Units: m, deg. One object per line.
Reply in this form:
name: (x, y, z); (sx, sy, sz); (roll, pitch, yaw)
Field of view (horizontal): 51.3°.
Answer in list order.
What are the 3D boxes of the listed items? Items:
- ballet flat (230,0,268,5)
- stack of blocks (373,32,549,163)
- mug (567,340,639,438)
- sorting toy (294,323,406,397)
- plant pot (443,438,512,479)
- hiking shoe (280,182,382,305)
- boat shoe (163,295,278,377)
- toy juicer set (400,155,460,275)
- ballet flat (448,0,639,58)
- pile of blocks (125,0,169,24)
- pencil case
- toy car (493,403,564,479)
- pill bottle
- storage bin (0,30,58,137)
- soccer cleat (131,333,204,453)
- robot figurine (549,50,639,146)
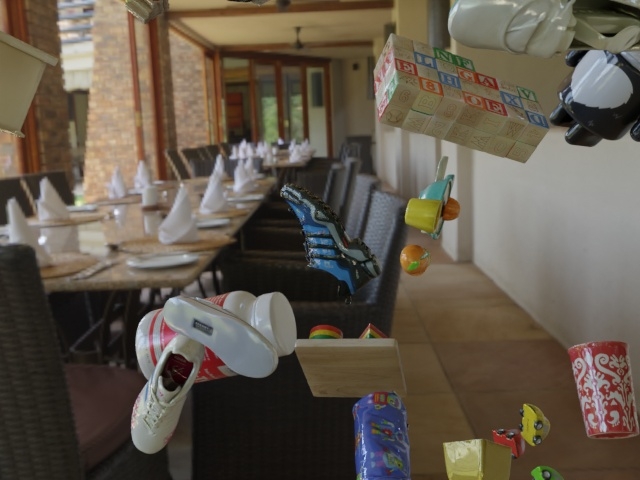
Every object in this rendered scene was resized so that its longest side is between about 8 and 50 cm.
ballet flat: (-0.116, -0.519, 1.279); (0.095, 0.096, 0.280); (-17, 45, 27)
stack of blocks: (0.255, -0.262, 1.235); (0.297, 0.087, 0.171); (14, 44, -13)
mug: (0.564, 0.292, 1.286); (0.150, 0.169, 0.113); (11, -27, -21)
sorting toy: (0.087, 0.311, 1.749); (0.257, 0.255, 0.089); (-2, 48, 13)
plant pot: (0.252, 0.369, 1.063); (0.081, 0.083, 0.081); (25, -34, -34)
hiking shoe: (0.000, 0.000, 1.529); (0.132, 0.304, 0.113); (-44, -6, 8)
boat shoe: (-0.178, 0.171, 1.273); (0.258, 0.095, 0.084); (30, 17, 21)
toy juicer set: (0.252, -0.037, 1.443); (0.090, 0.209, 0.329); (13, 27, 16)
ballet flat: (0.401, -0.356, 1.082); (0.400, 0.139, 0.139); (-9, 11, -24)
pile of blocks: (-0.585, -0.847, 2.047); (0.149, 0.362, 0.112); (-20, -16, -21)
pencil case: (0.137, 0.454, 1.425); (0.133, 0.119, 0.306); (14, 24, -5)
toy car: (0.509, 0.513, 1.558); (0.053, 0.225, 0.239); (-13, -31, -18)
pill bottle: (-0.284, 0.268, 1.854); (0.408, 0.229, 0.229); (-14, 5, 19)
storage bin: (-0.555, -0.256, 0.909); (0.260, 0.123, 0.262); (18, -2, 42)
soccer cleat: (-0.374, 0.370, 1.566); (0.116, 0.331, 0.143); (23, 9, -3)
robot figurine: (0.586, -0.312, 1.321); (0.209, 0.278, 0.173); (37, 39, 0)
